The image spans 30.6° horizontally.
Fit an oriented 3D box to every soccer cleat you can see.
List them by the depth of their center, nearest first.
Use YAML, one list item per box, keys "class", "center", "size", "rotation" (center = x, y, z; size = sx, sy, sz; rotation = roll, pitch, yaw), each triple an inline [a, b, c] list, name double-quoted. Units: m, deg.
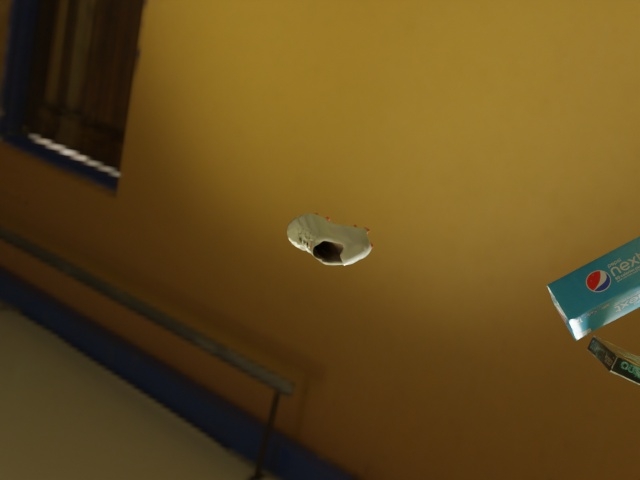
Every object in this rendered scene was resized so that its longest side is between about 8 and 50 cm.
- class: "soccer cleat"
  center: [0.000, 0.000, 1.877]
  size: [0.076, 0.068, 0.196]
  rotation: [-33, -153, -32]

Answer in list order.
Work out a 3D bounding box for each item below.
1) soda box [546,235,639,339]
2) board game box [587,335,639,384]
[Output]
- class: "soda box"
  center: [0.441, 0.056, 1.693]
  size: [0.210, 0.067, 0.071]
  rotation: [-28, -127, 3]
- class: "board game box"
  center: [0.448, 0.182, 1.634]
  size: [0.126, 0.026, 0.186]
  rotation: [25, -175, 1]
